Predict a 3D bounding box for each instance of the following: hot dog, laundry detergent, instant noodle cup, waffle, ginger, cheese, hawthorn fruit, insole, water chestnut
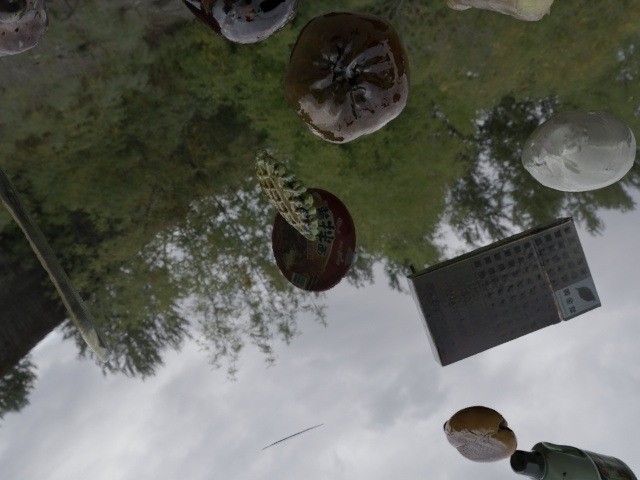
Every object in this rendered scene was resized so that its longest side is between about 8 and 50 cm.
[{"bbox_3d":[0.240,0.297,0.770,0.060,0.090,0.140,-44,170,-41],"label":"hot dog"},{"bbox_3d":[0.405,0.377,0.810,0.099,0.225,0.070,-92,-155,-51],"label":"laundry detergent"},{"bbox_3d":[0.000,0.000,1.326,0.274,0.274,0.090,-14,174,34],"label":"instant noodle cup"},{"bbox_3d":[-0.079,-0.103,1.166,0.054,0.208,0.214,-36,158,-17],"label":"waffle"},{"bbox_3d":[0.234,-0.371,0.717,0.074,0.137,0.213,-57,-139,12],"label":"ginger"},{"bbox_3d":[0.522,-0.176,1.003,0.189,0.154,0.198,-7,176,-1],"label":"cheese"},{"bbox_3d":[0.063,-0.352,1.096,0.267,0.268,0.301,-23,-166,11],"label":"hawthorn fruit"},{"bbox_3d":[-0.217,-0.001,0.382,0.011,0.081,0.248,-32,-128,-23],"label":"insole"},{"bbox_3d":[-0.214,-0.684,1.300,0.335,0.335,0.347,-21,-157,17],"label":"water chestnut"},{"bbox_3d":[-0.064,0.396,1.003,0.109,0.007,0.322,-14,160,-20],"label":"insole"}]

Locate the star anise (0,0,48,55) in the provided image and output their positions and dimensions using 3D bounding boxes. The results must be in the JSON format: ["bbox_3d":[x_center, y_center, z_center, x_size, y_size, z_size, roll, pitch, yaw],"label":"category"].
[{"bbox_3d":[-0.355,-0.357,0.566,0.198,0.258,0.110,-1,-174,39],"label":"star anise"}]

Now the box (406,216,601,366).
[{"bbox_3d":[0.342,0.094,0.937,0.324,0.180,0.047,-20,-176,-2],"label":"box"}]

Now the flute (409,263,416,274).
[{"bbox_3d":[0.303,0.170,1.424,0.014,0.014,0.269,-24,-132,7],"label":"flute"}]
